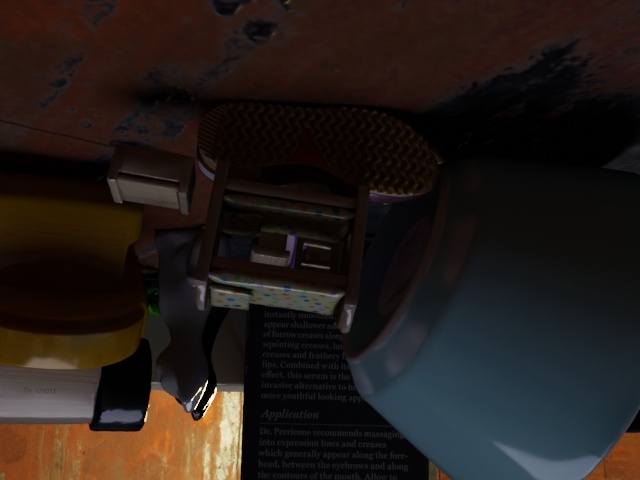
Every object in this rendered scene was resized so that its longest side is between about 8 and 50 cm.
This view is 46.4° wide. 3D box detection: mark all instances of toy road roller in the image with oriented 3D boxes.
[{"bbox_3d":[-0.272,0.032,0.765,0.203,0.240,0.329,7,-160,-22],"label":"toy road roller"}]

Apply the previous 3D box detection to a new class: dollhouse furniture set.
[{"bbox_3d":[-0.069,0.021,0.579,0.182,0.101,0.161,9,159,-4],"label":"dollhouse furniture set"}]

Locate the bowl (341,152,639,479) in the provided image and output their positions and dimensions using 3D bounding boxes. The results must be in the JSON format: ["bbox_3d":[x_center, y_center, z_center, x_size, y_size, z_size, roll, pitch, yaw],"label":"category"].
[{"bbox_3d":[0.128,0.050,0.635,0.163,0.311,0.311,25,159,-9],"label":"bowl"}]

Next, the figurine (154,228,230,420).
[{"bbox_3d":[-0.156,0.110,0.919,0.092,0.209,0.215,1,164,-3],"label":"figurine"}]

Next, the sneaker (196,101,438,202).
[{"bbox_3d":[-0.003,-0.062,0.585,0.186,0.069,0.084,10,164,-4],"label":"sneaker"}]

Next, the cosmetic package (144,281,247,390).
[{"bbox_3d":[-0.228,0.152,1.159,0.310,0.160,0.113,2,163,-8],"label":"cosmetic package"}]

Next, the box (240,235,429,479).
[{"bbox_3d":[0.005,0.219,0.956,0.212,0.395,0.293,3,163,-5],"label":"box"}]

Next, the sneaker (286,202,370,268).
[{"bbox_3d":[0.000,0.000,0.725,0.095,0.104,0.236,3,163,-3],"label":"sneaker"}]

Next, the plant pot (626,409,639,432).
[{"bbox_3d":[0.461,0.181,1.074,0.166,0.165,0.234,-7,169,25],"label":"plant pot"}]

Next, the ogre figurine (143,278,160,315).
[{"bbox_3d":[-0.297,0.088,1.028,0.118,0.197,0.096,9,130,18],"label":"ogre figurine"}]
